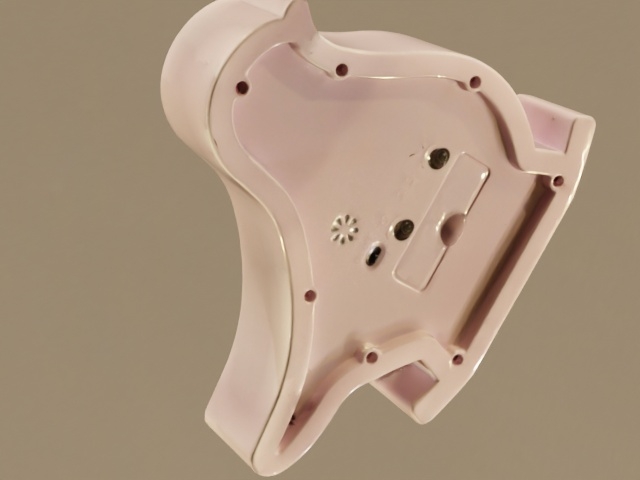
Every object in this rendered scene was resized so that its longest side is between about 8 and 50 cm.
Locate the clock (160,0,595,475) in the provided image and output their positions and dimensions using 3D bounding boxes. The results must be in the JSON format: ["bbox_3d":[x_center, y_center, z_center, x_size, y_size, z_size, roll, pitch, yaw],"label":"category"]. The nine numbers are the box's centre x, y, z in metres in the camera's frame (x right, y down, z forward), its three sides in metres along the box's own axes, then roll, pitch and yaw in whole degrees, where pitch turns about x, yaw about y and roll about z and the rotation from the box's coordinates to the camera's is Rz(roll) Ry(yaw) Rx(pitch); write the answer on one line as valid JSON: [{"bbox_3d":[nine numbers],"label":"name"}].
[{"bbox_3d":[0.000,0.000,1.209,0.275,0.080,0.290,24,-86,-33],"label":"clock"}]
